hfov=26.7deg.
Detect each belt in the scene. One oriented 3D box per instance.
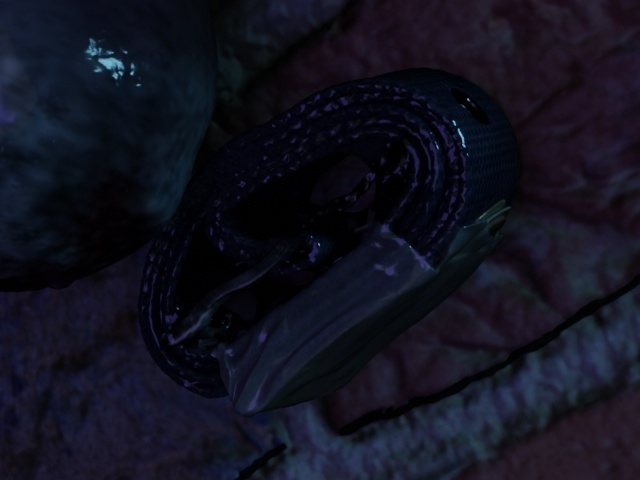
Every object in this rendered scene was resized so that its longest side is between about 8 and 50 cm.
[{"bbox_3d":[0.000,0.000,0.751,0.230,0.126,0.140,-40,80,25],"label":"belt"}]

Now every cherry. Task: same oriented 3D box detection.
[{"bbox_3d":[-0.183,-0.103,0.755,0.255,0.218,0.296,-44,53,-11],"label":"cherry"}]
